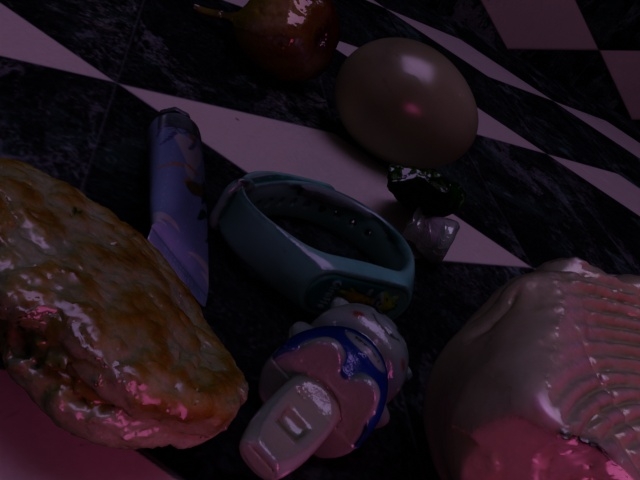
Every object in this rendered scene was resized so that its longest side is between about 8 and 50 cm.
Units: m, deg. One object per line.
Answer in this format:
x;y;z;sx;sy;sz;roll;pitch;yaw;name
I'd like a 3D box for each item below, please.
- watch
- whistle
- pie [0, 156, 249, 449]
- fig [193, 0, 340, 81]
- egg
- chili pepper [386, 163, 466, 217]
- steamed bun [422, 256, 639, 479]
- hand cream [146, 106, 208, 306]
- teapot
0.000;0.000;0.789;0.237;0.068;0.195;12;33;-37;watch
0.011;0.110;0.590;0.110;0.092;0.244;48;28;6;whistle
-0.160;0.038;0.502;0.201;0.090;0.248;34;12;-48;pie
-0.100;-0.353;1.223;0.257;0.159;0.159;21;22;20;fig
0.135;-0.208;1.150;0.242;0.186;0.186;31;26;-16;egg
0.143;-0.064;1.013;0.098;0.060;0.224;11;4;20;chili pepper
0.223;0.160;0.622;0.320;0.206;0.275;24;43;-18;steamed bun
-0.141;-0.050;0.732;0.271;0.058;0.091;-106;170;-52;hand cream
0.141;-0.007;0.972;0.064;0.064;0.083;29;-6;7;teapot
